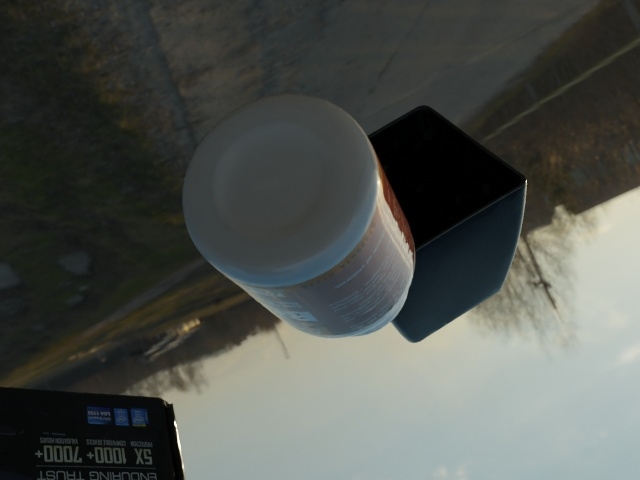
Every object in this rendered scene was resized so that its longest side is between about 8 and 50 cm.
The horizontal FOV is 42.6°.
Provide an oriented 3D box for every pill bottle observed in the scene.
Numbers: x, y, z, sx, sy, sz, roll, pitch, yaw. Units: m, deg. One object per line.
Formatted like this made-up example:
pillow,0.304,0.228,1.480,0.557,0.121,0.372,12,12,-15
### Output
pill bottle,0.000,0.000,0.567,0.121,0.121,0.216,-26,156,6

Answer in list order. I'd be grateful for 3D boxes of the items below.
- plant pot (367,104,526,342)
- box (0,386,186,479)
plant pot,0.104,-0.005,0.897,0.188,0.167,0.187,-32,-136,-9
box,-0.140,0.135,0.303,0.180,0.147,0.077,13,136,-35
